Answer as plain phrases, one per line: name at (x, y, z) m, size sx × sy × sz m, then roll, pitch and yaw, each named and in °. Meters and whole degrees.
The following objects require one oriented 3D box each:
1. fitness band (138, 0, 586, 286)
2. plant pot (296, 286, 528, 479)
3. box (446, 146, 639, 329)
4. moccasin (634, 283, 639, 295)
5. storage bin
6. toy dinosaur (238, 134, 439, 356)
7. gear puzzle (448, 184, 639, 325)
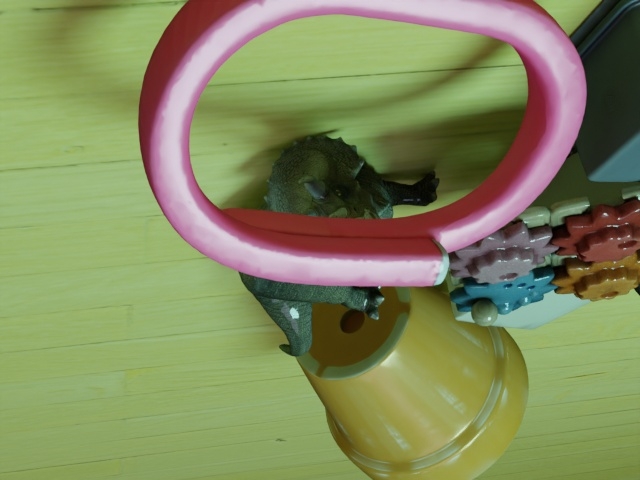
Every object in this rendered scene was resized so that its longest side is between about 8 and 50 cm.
fitness band at (0.030, -0.069, 0.755) m, size 0.291 × 0.054 × 0.209 m, roll 3°, pitch 123°, yaw -26°
plant pot at (0.073, 0.116, 1.188) m, size 0.205 × 0.205 × 0.188 m, roll -19°, pitch 140°, yaw 22°
box at (0.233, -0.016, 1.039) m, size 0.113 × 0.094 × 0.275 m, roll 10°, pitch 151°, yaw -38°
moccasin at (0.404, 0.041, 1.025) m, size 0.147 × 0.139 × 0.380 m, roll -45°, pitch -170°, yaw -2°
storage bin at (0.225, -0.101, 0.836) m, size 0.098 × 0.091 × 0.135 m, roll -1°, pitch 157°, yaw -22°
toy dinosaur at (0.000, 0.000, 0.996) m, size 0.160 × 0.121 × 0.313 m, roll 12°, pitch 156°, yaw -19°
gear puzzle at (0.263, 0.006, 0.924) m, size 0.339 × 0.044 × 0.175 m, roll -11°, pitch 156°, yaw 6°
